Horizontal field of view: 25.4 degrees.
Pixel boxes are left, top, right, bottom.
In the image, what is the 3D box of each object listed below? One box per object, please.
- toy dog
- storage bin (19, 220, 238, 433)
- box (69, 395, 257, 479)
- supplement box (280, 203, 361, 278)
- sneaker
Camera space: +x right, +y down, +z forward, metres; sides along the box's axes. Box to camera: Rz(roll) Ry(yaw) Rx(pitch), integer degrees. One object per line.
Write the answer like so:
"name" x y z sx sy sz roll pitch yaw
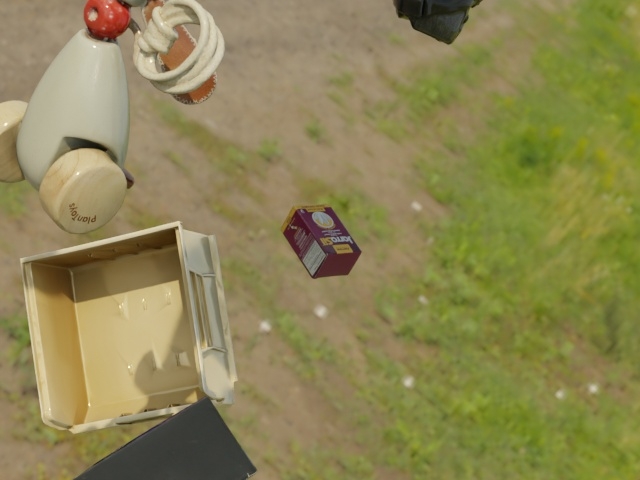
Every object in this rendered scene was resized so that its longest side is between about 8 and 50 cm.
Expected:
"toy dog" -0.193 -0.155 1.394 0.161 0.334 0.220 7 47 -55
"storage bin" -0.273 0.131 2.041 0.123 0.262 0.260 15 64 -68
"box" -0.214 0.279 1.474 0.184 0.261 0.103 -33 87 -41
"supplement box" 0.000 0.000 1.649 0.055 0.043 0.083 -5 48 -40
"sneaker" 0.153 -0.260 1.432 0.217 0.121 0.079 -9 36 -39
